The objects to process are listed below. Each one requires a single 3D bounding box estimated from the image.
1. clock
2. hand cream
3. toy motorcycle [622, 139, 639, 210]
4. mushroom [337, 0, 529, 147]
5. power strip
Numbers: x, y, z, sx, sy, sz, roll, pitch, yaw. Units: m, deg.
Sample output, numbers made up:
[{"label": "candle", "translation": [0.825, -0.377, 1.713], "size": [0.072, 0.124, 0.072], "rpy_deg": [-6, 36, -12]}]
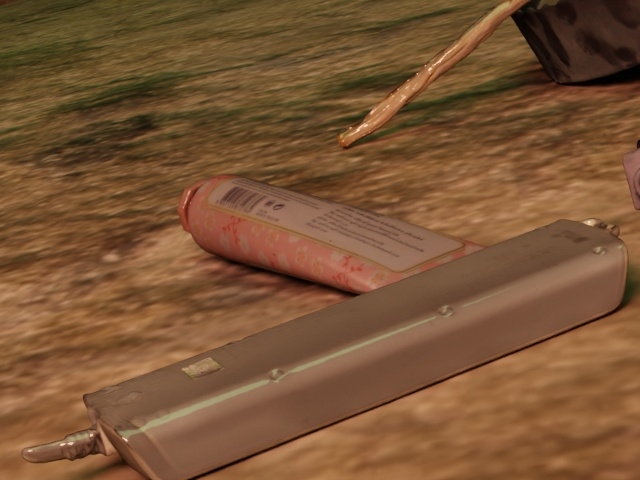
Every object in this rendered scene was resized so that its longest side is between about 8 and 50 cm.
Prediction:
[{"label": "clock", "translation": [0.260, -0.225, 0.999], "size": [0.312, 0.061, 0.312], "rpy_deg": [-37, 15, 11]}, {"label": "hand cream", "translation": [0.000, 0.000, 0.722], "size": [0.067, 0.043, 0.209], "rpy_deg": [-19, 21, -32]}, {"label": "toy motorcycle", "translation": [0.223, -0.039, 0.601], "size": [0.215, 0.080, 0.122], "rpy_deg": [-9, 13, 34]}, {"label": "mushroom", "translation": [0.124, -0.150, 0.956], "size": [0.286, 0.028, 0.026], "rpy_deg": [-39, 57, 9]}, {"label": "power strip", "translation": [0.008, 0.044, 0.579], "size": [0.252, 0.027, 0.060], "rpy_deg": [-19, 18, -18]}]
